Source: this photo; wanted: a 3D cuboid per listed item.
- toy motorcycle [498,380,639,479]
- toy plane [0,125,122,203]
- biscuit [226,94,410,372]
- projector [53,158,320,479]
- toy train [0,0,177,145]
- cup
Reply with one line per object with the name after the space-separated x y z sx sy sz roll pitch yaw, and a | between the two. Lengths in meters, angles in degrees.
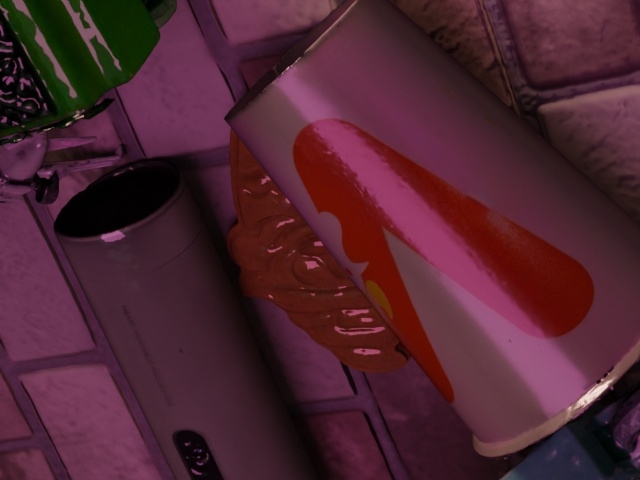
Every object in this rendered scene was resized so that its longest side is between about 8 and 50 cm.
0.191 0.189 1.352 0.296 0.198 0.109 -45 65 23 | toy motorcycle
-0.234 -0.052 1.366 0.162 0.065 0.171 4 156 -30 | toy plane
0.000 0.000 1.368 0.162 0.035 0.250 -19 115 23 | biscuit
-0.091 0.105 1.420 0.108 0.108 0.337 -10 120 23 | projector
-0.212 -0.147 1.234 0.243 0.188 0.132 -15 119 25 | toy train
0.081 -0.021 1.241 0.288 0.203 0.203 47 124 -8 | cup
